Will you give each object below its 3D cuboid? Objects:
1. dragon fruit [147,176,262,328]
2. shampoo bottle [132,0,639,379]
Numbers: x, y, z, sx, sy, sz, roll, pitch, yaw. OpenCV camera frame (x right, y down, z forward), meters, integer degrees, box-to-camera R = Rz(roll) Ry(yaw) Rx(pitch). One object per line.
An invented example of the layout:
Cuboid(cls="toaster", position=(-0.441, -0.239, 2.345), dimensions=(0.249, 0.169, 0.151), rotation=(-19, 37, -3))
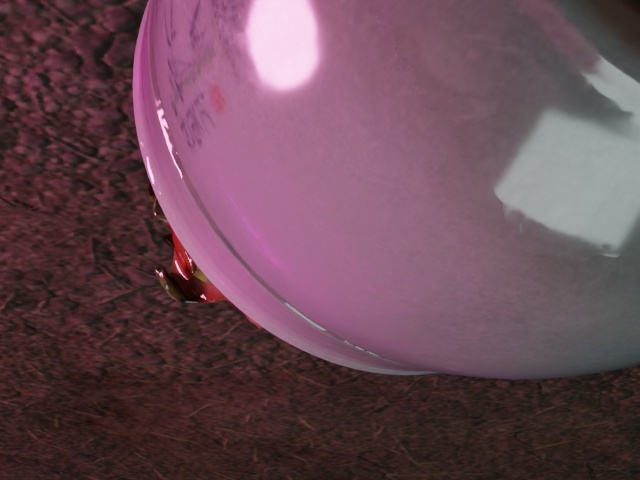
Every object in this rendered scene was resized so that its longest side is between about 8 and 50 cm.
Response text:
Cuboid(cls="dragon fruit", position=(-0.001, -0.003, 0.903), dimensions=(0.236, 0.137, 0.135), rotation=(24, 162, -38))
Cuboid(cls="shampoo bottle", position=(0.075, -0.083, 0.561), dimensions=(0.273, 0.273, 0.266), rotation=(11, 160, -21))
